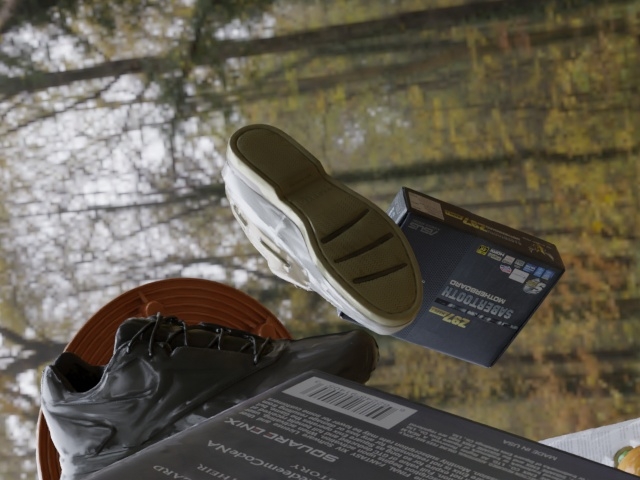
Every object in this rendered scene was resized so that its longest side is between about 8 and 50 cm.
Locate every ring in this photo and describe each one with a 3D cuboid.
[{"bbox_3d":[-0.136,0.207,1.205,0.336,0.032,0.337,5,-99,-33],"label":"ring"}]

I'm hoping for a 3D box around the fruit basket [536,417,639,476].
[{"bbox_3d":[0.432,0.399,1.527,0.165,0.353,0.327,31,-133,-39],"label":"fruit basket"}]

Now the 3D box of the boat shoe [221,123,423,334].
[{"bbox_3d":[0.000,0.000,1.258,0.302,0.113,0.103,49,144,28],"label":"boat shoe"}]

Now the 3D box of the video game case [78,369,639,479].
[{"bbox_3d":[0.005,0.103,0.295,0.274,0.196,0.026,-18,-62,-56],"label":"video game case"}]

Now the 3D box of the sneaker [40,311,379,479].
[{"bbox_3d":[-0.096,0.111,0.887,0.109,0.286,0.130,-54,-55,-77],"label":"sneaker"}]

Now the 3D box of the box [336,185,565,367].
[{"bbox_3d":[0.161,0.052,1.431,0.183,0.232,0.059,-58,22,31],"label":"box"}]
